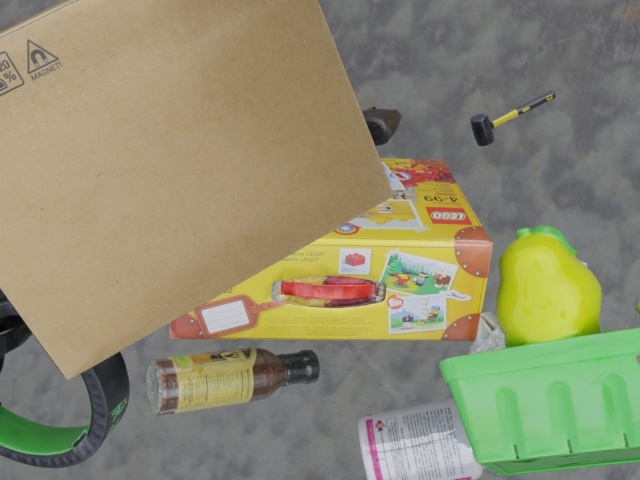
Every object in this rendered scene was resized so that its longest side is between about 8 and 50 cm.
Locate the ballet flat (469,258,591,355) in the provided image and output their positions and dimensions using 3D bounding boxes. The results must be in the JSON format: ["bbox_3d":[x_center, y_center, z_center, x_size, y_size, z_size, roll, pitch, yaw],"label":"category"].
[{"bbox_3d":[0.410,0.168,1.642,0.147,0.147,0.409,49,125,24],"label":"ballet flat"}]

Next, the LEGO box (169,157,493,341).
[{"bbox_3d":[0.000,0.000,1.373,0.500,0.372,0.193,1,116,-5],"label":"LEGO box"}]

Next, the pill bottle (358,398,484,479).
[{"bbox_3d":[0.226,0.401,1.529,0.283,0.160,0.160,-12,73,6],"label":"pill bottle"}]

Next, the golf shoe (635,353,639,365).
[{"bbox_3d":[0.411,0.165,0.878,0.069,0.176,0.086,-17,90,7],"label":"golf shoe"}]

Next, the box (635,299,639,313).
[{"bbox_3d":[0.662,0.094,1.339,0.058,0.232,0.087,-121,34,-46],"label":"box"}]

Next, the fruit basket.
[{"bbox_3d":[0.387,0.176,1.271,0.392,0.283,0.392,-11,63,22],"label":"fruit basket"}]

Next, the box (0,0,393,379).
[{"bbox_3d":[-0.077,-0.043,0.383,0.201,0.164,0.021,-30,28,-9],"label":"box"}]

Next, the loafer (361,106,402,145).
[{"bbox_3d":[0.093,-0.232,1.599,0.078,0.080,0.220,-36,25,-24],"label":"loafer"}]

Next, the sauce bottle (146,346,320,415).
[{"bbox_3d":[-0.167,0.270,1.542,0.111,0.344,0.111,7,98,60],"label":"sauce bottle"}]

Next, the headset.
[{"bbox_3d":[-0.367,0.068,0.814,0.394,0.185,0.243,40,125,-8],"label":"headset"}]

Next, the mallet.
[{"bbox_3d":[0.389,-0.264,1.576,0.189,0.062,0.039,-33,28,-2],"label":"mallet"}]
